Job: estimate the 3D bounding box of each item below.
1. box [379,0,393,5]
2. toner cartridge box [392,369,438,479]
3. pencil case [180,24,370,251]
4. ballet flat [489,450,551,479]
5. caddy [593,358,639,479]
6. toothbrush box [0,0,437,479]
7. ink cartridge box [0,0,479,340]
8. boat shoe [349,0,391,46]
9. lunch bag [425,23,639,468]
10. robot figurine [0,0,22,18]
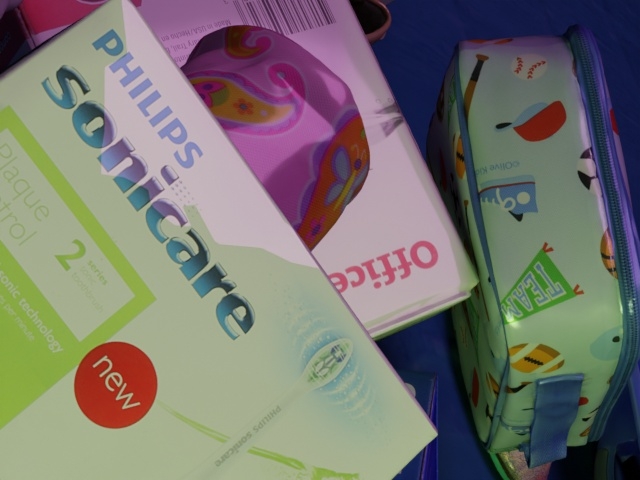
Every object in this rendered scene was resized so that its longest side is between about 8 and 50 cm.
[{"bbox_3d":[0.105,-0.388,1.392,0.168,0.345,0.215,43,31,-33],"label":"box"},{"bbox_3d":[0.011,0.234,0.803,0.348,0.075,0.165,-73,162,-57],"label":"toner cartridge box"},{"bbox_3d":[-0.093,0.020,0.725,0.124,0.124,0.284,51,59,-20],"label":"pencil case"},{"bbox_3d":[0.176,0.064,1.337,0.107,0.106,0.316,32,38,-46],"label":"ballet flat"},{"bbox_3d":[0.344,0.223,1.414,0.341,0.179,0.241,-89,165,-47],"label":"caddy"},{"bbox_3d":[-0.134,0.080,0.550,0.283,0.122,0.206,-40,103,-23],"label":"toothbrush box"},{"bbox_3d":[-0.066,-0.051,0.899,0.207,0.117,0.283,-19,81,-31],"label":"ink cartridge box"},{"bbox_3d":[-0.042,-0.178,1.200,0.285,0.089,0.104,-10,74,-63],"label":"boat shoe"},{"bbox_3d":[0.144,0.016,1.022,0.303,0.115,0.243,79,2,-67],"label":"lunch bag"},{"bbox_3d":[-0.261,-0.144,0.625,0.353,0.200,0.300,-25,111,-64],"label":"robot figurine"}]
